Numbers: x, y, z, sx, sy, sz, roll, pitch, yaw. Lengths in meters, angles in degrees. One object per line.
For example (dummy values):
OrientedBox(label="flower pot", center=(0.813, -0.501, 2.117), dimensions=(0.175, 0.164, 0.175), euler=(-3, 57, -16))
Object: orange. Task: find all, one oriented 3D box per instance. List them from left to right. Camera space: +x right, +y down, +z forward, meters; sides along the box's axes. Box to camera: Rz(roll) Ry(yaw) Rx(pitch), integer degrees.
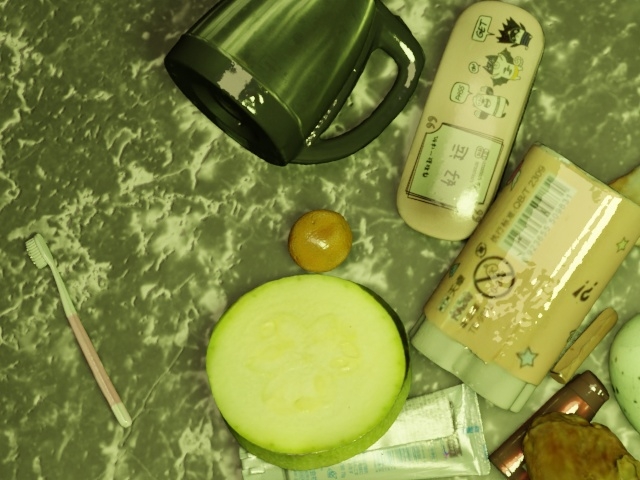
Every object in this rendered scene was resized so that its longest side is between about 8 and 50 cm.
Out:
OrientedBox(label="orange", center=(0.000, 0.000, 1.897), dimensions=(0.085, 0.085, 0.085), euler=(-2, 79, 9))

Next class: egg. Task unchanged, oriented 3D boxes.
OrientedBox(label="egg", center=(0.403, 0.161, 1.778), dimensions=(0.131, 0.131, 0.164), euler=(3, 103, 10))

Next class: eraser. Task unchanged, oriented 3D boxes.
OrientedBox(label="eraser", center=(0.245, 0.043, 1.813), dimensions=(0.171, 0.087, 0.291), euler=(35, 98, 17))

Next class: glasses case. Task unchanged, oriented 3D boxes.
OrientedBox(label="glasses case", center=(0.190, -0.151, 1.892), dimensions=(0.122, 0.075, 0.314), euler=(18, 83, 14))

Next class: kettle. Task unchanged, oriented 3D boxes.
OrientedBox(label="kettle", center=(-0.020, -0.246, 1.888), dimensions=(0.250, 0.207, 0.271), euler=(35, 79, 21))

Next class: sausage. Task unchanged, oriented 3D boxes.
OrientedBox(label="sausage", center=(0.322, 0.127, 1.830), dimensions=(0.026, 0.026, 0.116), euler=(39, 71, 14))

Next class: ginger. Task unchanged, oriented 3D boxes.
OrientedBox(label="ginger", center=(0.336, 0.348, 1.719), dimensions=(0.172, 0.165, 0.321), euler=(-14, 83, 34))

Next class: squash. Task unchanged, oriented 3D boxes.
OrientedBox(label="squash", center=(-0.013, 0.155, 1.849), dimensions=(0.252, 0.049, 0.252), euler=(-3, 57, 5))

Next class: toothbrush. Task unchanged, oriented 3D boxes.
OrientedBox(label="toothbrush", center=(-0.314, 0.117, 1.957), dimensions=(0.025, 0.020, 0.286), euler=(-32, 75, 11))

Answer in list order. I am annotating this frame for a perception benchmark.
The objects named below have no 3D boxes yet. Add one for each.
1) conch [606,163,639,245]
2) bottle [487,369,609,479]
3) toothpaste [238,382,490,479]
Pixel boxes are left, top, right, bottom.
OrientedBox(label="conch", center=(0.459, -0.059, 1.803), dimensions=(0.255, 0.127, 0.158), euler=(-18, 78, 6))
OrientedBox(label="bottle", center=(0.278, 0.225, 1.818), dimensions=(0.164, 0.060, 0.060), euler=(-44, 76, 0))
OrientedBox(label="toothpaste", center=(0.052, 0.255, 1.849), dimensions=(0.299, 0.073, 0.114), euler=(-10, 82, 1))
